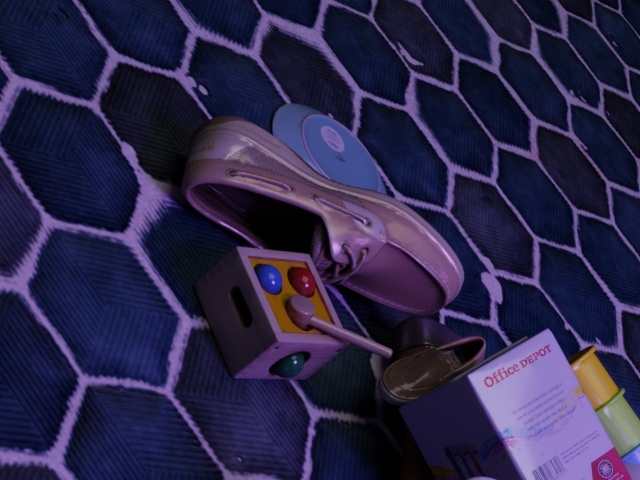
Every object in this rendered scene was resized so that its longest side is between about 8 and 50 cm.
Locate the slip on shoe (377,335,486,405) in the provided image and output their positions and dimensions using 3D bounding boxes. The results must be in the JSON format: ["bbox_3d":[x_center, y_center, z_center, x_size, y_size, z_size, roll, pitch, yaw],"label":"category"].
[{"bbox_3d":[0.118,0.132,1.653,0.135,0.041,0.051,-12,56,-34],"label":"slip on shoe"}]

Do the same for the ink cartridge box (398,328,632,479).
[{"bbox_3d":[0.191,0.201,1.571,0.128,0.127,0.176,-24,84,-38],"label":"ink cartridge box"}]

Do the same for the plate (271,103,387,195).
[{"bbox_3d":[0.019,-0.095,1.912,0.188,0.024,0.188,32,35,-26],"label":"plate"}]

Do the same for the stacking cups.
[{"bbox_3d":[0.377,0.283,1.915,0.316,0.096,0.096,57,30,2],"label":"stacking cups"}]

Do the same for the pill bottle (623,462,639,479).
[{"bbox_3d":[0.294,0.355,1.632,0.160,0.160,0.283,48,30,-3],"label":"pill bottle"}]

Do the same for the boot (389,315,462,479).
[{"bbox_3d":[0.188,0.235,1.693,0.264,0.096,0.280,33,35,-27],"label":"boot"}]

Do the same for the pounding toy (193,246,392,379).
[{"bbox_3d":[-0.027,0.079,1.577,0.130,0.100,0.141,6,51,-49],"label":"pounding toy"}]

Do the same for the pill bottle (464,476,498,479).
[{"bbox_3d":[0.088,0.303,1.360,0.121,0.216,0.121,33,34,-25],"label":"pill bottle"}]

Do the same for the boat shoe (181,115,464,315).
[{"bbox_3d":[0.000,0.000,1.699,0.341,0.122,0.110,29,39,-15],"label":"boat shoe"}]
